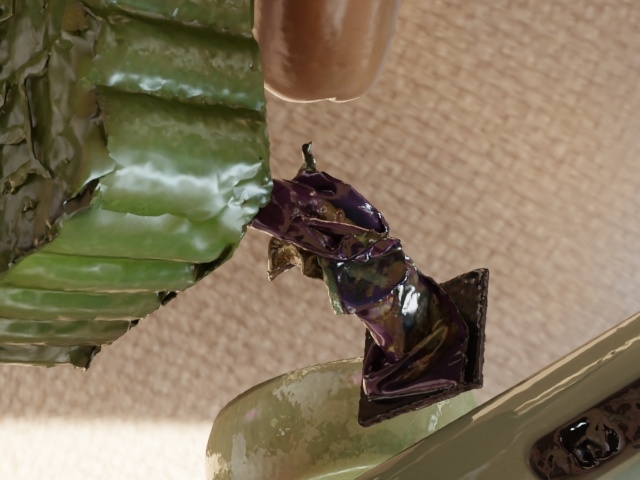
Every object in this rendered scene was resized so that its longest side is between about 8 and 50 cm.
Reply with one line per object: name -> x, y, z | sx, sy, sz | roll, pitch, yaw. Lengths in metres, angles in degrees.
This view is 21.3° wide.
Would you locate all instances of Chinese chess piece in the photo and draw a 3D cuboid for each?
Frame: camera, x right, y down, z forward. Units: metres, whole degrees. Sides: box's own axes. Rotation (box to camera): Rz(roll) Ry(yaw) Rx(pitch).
Chinese chess piece -> 0.019, 0.173, 1.353 | 0.237, 0.238, 0.092 | -9, 64, -10

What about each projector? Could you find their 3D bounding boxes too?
projector -> 0.079, 0.130, 0.756 | 0.337, 0.108, 0.108 | -28, 107, -20

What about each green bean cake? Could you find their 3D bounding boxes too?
green bean cake -> -0.119, -0.060, 0.746 | 0.113, 0.214, 0.200 | 8, 63, -36

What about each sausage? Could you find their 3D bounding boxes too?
sausage -> 0.008, -0.175, 0.789 | 0.086, 0.086, 0.289 | -4, 143, -11

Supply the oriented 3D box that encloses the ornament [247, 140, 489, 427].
ornament -> 0.003, -0.004, 0.873 | 0.088, 0.081, 0.203 | -26, 121, 30
